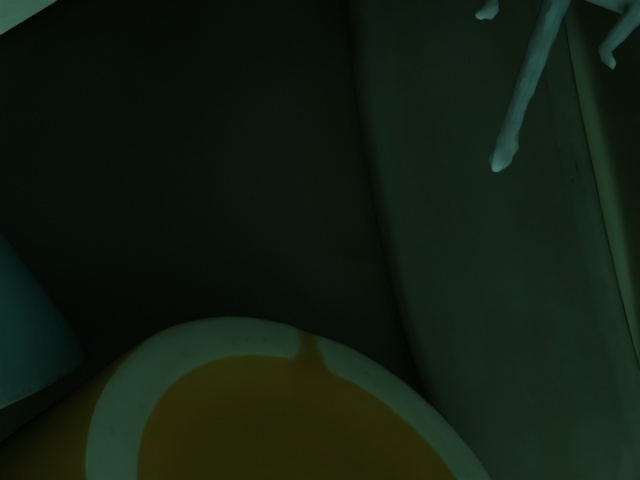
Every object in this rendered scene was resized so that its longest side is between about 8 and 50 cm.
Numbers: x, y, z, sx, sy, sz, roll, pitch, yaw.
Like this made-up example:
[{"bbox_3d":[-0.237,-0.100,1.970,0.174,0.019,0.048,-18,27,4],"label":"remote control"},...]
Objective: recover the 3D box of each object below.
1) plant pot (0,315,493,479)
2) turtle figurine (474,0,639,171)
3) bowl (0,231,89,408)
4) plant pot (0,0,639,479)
[{"bbox_3d":[-0.045,0.125,0.464,0.205,0.205,0.188,-20,156,-50],"label":"plant pot"},{"bbox_3d":[-0.015,-0.088,0.370,0.175,0.118,0.234,-4,-163,3],"label":"turtle figurine"},{"bbox_3d":[-0.234,0.009,0.461,0.311,0.163,0.311,-18,180,0],"label":"bowl"},{"bbox_3d":[0.000,0.000,0.649,0.280,0.323,0.323,-12,-177,21],"label":"plant pot"}]
